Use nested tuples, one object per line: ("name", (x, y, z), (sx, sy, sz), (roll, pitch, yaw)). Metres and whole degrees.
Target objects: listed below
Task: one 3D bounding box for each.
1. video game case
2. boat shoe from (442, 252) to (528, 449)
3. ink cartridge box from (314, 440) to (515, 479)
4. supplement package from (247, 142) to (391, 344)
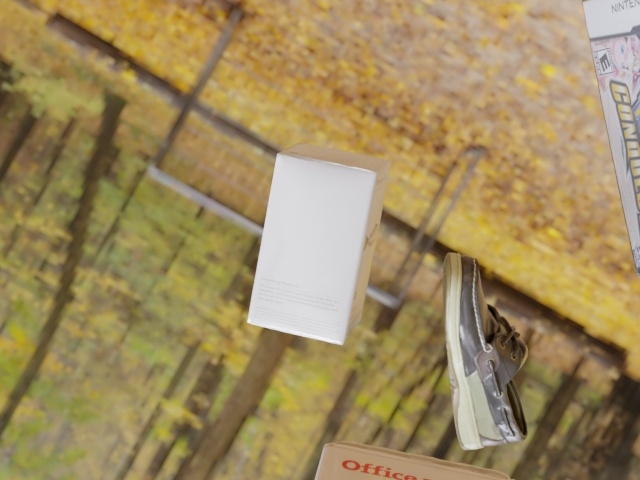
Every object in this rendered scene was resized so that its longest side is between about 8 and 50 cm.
("video game case", (0.321, -0.099, 1.290), (0.035, 0.275, 0.248), (-13, -176, -15))
("boat shoe", (0.154, 0.102, 1.354), (0.073, 0.224, 0.080), (-4, -144, 9))
("ink cartridge box", (0.057, 0.253, 1.074), (0.158, 0.092, 0.218), (11, -150, 5))
("supplement package", (0.000, 0.000, 1.499), (0.105, 0.179, 0.105), (12, -168, 9))
